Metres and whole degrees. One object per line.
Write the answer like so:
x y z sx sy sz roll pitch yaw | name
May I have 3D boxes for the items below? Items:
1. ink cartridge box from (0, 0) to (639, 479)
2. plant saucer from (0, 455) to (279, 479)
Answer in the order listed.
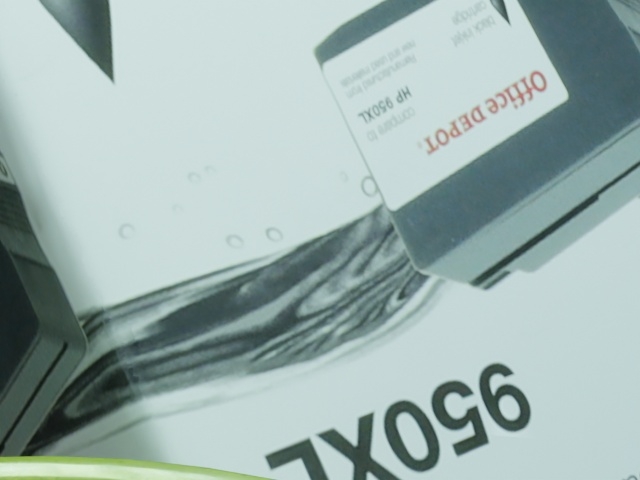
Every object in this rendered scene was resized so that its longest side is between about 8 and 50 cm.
0.000 0.000 0.589 0.285 0.394 0.166 -17 -12 -39 | ink cartridge box
-0.049 0.082 0.301 0.241 0.037 0.241 4 11 -1 | plant saucer
